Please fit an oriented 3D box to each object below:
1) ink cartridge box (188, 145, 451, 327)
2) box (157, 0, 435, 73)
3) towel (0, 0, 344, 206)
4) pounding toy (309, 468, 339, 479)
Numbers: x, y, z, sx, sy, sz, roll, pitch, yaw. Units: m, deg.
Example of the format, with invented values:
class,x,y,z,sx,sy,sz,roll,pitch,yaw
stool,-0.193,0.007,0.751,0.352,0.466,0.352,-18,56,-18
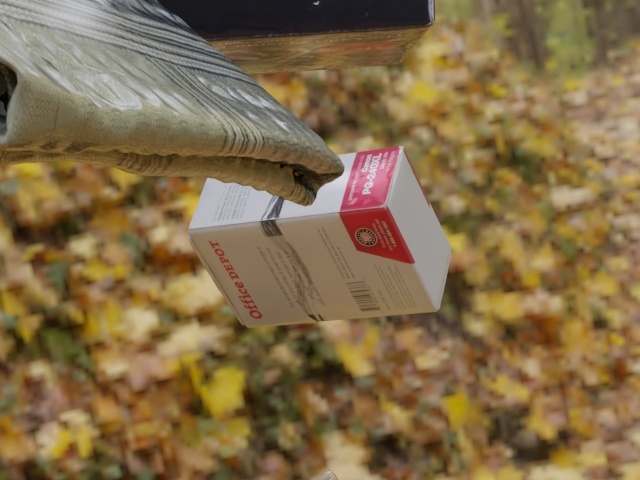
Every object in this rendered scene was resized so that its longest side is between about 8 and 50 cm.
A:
class,x,y,z,sx,sy,sz,roll,pitch,yaw
ink cartridge box,0.000,0.000,1.263,0.150,0.109,0.063,-6,46,24
box,-0.095,-0.226,1.438,0.343,0.179,0.312,-4,1,-1
towel,-0.158,-0.112,0.675,0.056,0.312,0.324,-53,-15,9
pounding toy,-0.031,0.147,0.831,0.269,0.154,0.155,-12,55,33
